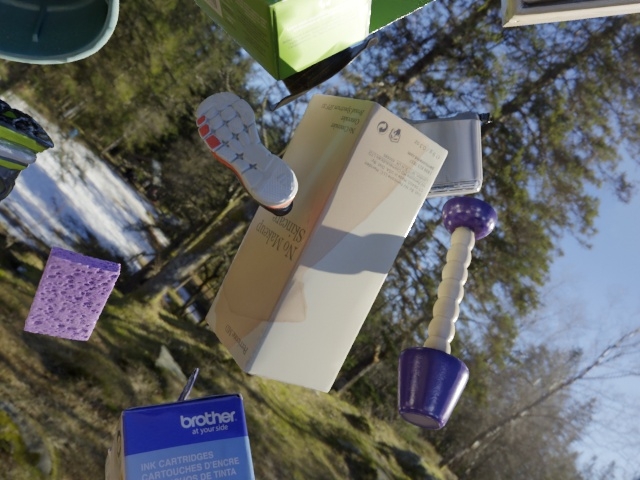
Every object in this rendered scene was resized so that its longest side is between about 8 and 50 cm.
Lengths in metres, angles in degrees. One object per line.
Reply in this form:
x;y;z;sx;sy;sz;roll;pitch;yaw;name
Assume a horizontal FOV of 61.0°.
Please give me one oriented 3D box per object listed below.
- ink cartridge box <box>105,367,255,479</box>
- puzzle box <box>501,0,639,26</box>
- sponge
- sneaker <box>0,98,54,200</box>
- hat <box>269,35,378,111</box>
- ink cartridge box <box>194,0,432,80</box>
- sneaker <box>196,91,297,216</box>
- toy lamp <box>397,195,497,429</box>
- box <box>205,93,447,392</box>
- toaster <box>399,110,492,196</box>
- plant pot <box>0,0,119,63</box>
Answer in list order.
-0.173;0.363;0.655;0.270;0.151;0.396;-55;-136;49;ink cartridge box
0.383;-0.374;0.530;0.052;0.408;0.272;-65;149;-77;puzzle box
-0.457;0.104;0.995;0.117;0.210;0.031;17;36;-28;sponge
-0.352;-0.078;0.390;0.111;0.121;0.300;35;8;33;sneaker
-0.022;-0.467;1.372;0.134;0.331;0.331;57;-7;-15;hat
0.000;-0.317;0.617;0.189;0.255;0.097;48;-20;26;ink cartridge box
-0.079;-0.085;0.567;0.158;0.061;0.065;57;-11;21;sneaker
0.148;0.076;0.625;0.080;0.275;0.080;18;-30;11;toy lamp
0.000;0.000;0.638;0.121;0.311;0.148;24;2;-34;box
0.212;-0.155;1.019;0.129;0.226;0.147;-158;-118;-85;toaster
-0.389;-0.471;0.688;0.341;0.340;0.335;60;33;-60;plant pot
